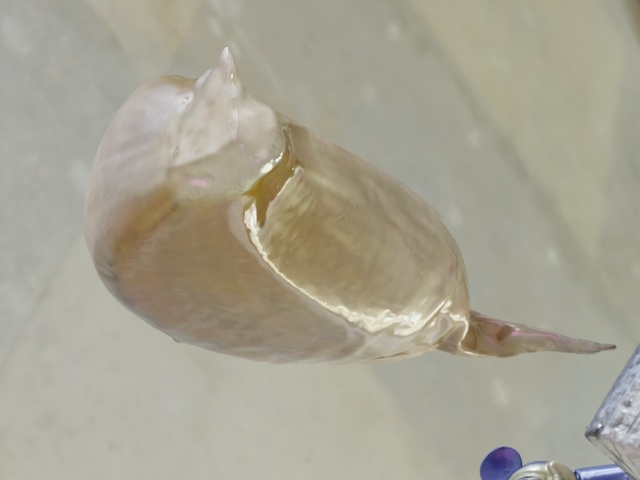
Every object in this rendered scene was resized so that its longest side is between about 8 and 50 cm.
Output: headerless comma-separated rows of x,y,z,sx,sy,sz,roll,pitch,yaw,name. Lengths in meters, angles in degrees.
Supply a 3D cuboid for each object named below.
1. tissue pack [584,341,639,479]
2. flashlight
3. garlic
0.191,0.054,0.841,0.112,0.051,0.156,44,73,-30,tissue pack
0.132,0.113,0.899,0.035,0.121,0.057,55,29,-65,flashlight
0.000,0.005,0.739,0.198,0.128,0.090,36,65,-35,garlic
